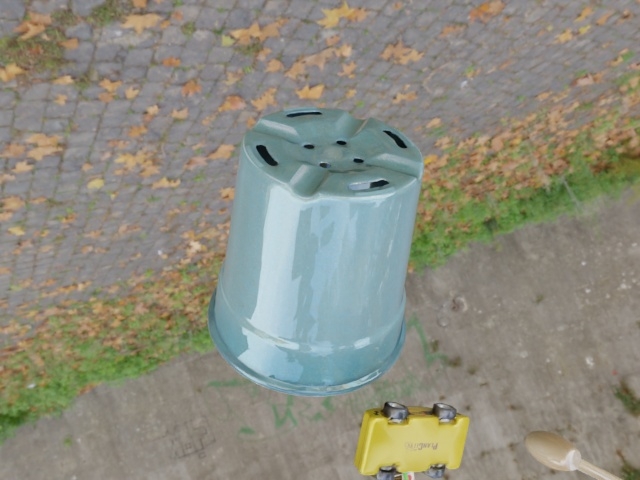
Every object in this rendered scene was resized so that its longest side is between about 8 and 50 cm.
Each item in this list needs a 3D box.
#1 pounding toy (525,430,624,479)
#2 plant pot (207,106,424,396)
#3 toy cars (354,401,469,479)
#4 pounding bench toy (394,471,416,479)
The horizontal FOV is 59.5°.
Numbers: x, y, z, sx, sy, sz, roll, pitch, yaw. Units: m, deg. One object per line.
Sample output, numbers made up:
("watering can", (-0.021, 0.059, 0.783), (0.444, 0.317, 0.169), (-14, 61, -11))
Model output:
("pounding toy", (0.325, 0.334, 0.589), (0.155, 0.269, 0.154), (-26, -178, -14))
("plant pot", (0.000, 0.000, 0.862), (0.341, 0.341, 0.334), (-14, 134, -27))
("toy cars", (0.040, 0.334, 0.767), (0.394, 0.176, 0.087), (-34, -158, -23))
("pounding bench toy", (0.126, 0.368, 0.880), (0.052, 0.065, 0.083), (-5, -177, -19))
